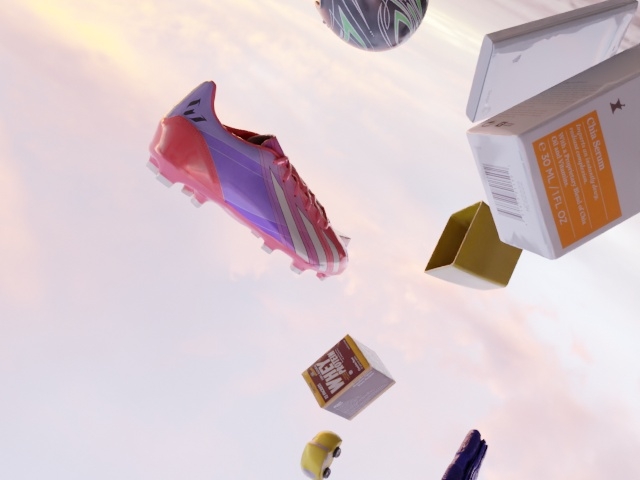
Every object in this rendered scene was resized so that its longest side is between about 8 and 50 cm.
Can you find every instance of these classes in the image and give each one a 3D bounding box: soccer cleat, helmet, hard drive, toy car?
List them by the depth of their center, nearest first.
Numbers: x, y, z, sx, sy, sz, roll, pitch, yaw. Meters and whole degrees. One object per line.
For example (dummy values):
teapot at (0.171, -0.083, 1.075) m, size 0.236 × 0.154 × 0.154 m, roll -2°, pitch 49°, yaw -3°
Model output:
soccer cleat at (-0.043, -0.043, 0.555) m, size 0.248 × 0.095 × 0.083 m, roll 34°, pitch -174°, yaw -37°
helmet at (0.075, -0.359, 0.871) m, size 0.169 × 0.170 × 0.161 m, roll 23°, pitch -177°, yaw -10°
toy car at (-0.061, 0.483, 1.131) m, size 0.053 × 0.224 × 0.239 m, roll 57°, pitch -157°, yaw -50°
hard drive at (0.447, -0.353, 1.182) m, size 0.307 × 0.203 × 0.040 m, roll -19°, pitch -122°, yaw -10°

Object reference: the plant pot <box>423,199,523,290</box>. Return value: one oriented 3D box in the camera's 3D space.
plant pot at (0.459, 0.036, 1.751) m, size 0.187 × 0.212 × 0.212 m, roll 29°, pitch 166°, yaw -7°

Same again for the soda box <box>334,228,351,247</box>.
soda box at (0.000, 0.000, 1.473) m, size 0.058 × 0.063 × 0.183 m, roll 32°, pitch -168°, yaw 30°

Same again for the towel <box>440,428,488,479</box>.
towel at (0.360, 0.681, 1.604) m, size 0.076 × 0.228 × 0.308 m, roll 21°, pitch -146°, yaw 26°

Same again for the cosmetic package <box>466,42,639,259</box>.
cosmetic package at (0.509, -0.177, 1.042) m, size 0.230 × 0.453 × 0.161 m, roll 66°, pitch 169°, yaw -19°

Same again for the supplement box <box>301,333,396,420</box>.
supplement box at (0.086, 0.411, 1.795) m, size 0.194 × 0.191 × 0.129 m, roll 40°, pitch -170°, yaw -50°
